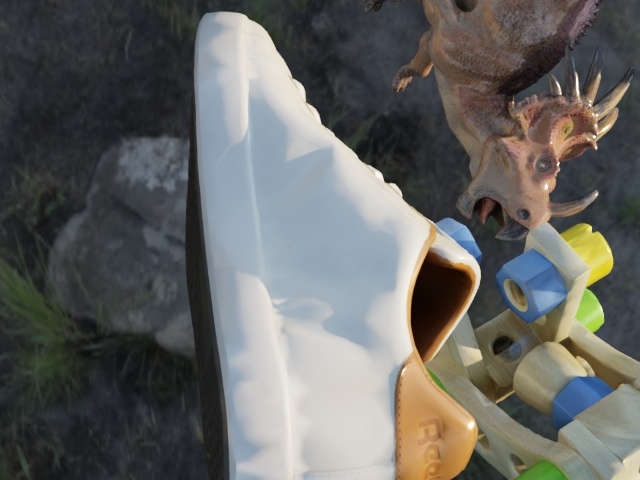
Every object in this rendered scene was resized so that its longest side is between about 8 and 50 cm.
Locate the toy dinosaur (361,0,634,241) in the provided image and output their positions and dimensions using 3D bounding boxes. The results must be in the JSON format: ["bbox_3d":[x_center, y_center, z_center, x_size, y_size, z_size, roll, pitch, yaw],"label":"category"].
[{"bbox_3d":[0.148,-0.162,0.849,0.200,0.127,0.296,26,104,24],"label":"toy dinosaur"}]

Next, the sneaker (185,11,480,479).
[{"bbox_3d":[0.000,0.000,0.554,0.123,0.106,0.290,-3,47,-10],"label":"sneaker"}]

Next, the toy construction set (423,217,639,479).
[{"bbox_3d":[0.141,0.140,0.658,0.151,0.328,0.215,-39,52,-7],"label":"toy construction set"}]
